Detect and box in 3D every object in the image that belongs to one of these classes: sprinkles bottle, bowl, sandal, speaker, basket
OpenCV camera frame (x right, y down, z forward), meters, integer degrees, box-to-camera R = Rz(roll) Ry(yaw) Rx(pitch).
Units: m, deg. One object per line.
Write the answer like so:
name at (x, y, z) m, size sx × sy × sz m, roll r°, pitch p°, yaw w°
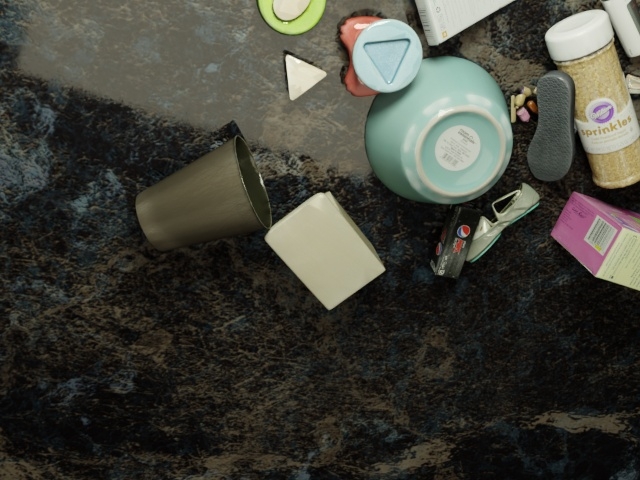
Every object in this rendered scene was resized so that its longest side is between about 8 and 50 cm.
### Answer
sprinkles bottle at (0.570, -0.281, 1.385) m, size 0.121 × 0.121 × 0.356 m, roll -28°, pitch 115°, yaw 5°
bowl at (0.255, -0.195, 1.356) m, size 0.311 × 0.163 × 0.312 m, roll -3°, pitch 115°, yaw -7°
sandal at (0.489, -0.231, 1.401) m, size 0.054 × 0.097 × 0.255 m, roll -41°, pitch 141°, yaw -34°
speaker at (0.612, -0.438, 1.358) m, size 0.055 × 0.055 × 0.136 m, roll -35°, pitch 113°, yaw 8°
basket at (-0.233, -0.077, 1.341) m, size 0.226 × 0.205 × 0.154 m, roll -20°, pitch 155°, yaw 10°

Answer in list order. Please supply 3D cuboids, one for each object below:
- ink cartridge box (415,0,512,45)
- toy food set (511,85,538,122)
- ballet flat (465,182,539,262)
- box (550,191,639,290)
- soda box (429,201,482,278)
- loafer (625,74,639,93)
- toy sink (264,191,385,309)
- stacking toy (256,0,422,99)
ink cartridge box at (0.258, -0.504, 1.267) m, size 0.208 × 0.045 × 0.206 m, roll -33°, pitch 117°, yaw -18°
toy food set at (0.438, -0.287, 1.410) m, size 0.122 × 0.019 × 0.078 m, roll -18°, pitch 117°, yaw -22°
ballet flat at (0.386, -0.043, 1.500) m, size 0.213 × 0.072 × 0.068 m, roll -43°, pitch 93°, yaw 8°
box at (0.672, 0.013, 1.478) m, size 0.242 × 0.214 × 0.117 m, roll 17°, pitch 111°, yaw -15°
soda box at (0.299, -0.003, 1.506) m, size 0.060 × 0.053 × 0.169 m, roll 11°, pitch 112°, yaw -13°
loafer at (0.700, -0.328, 1.427) m, size 0.125 × 0.045 × 0.039 m, roll -1°, pitch 107°, yaw -5°
toy sink at (0.000, 0.000, 1.422) m, size 0.152 × 0.131 × 0.234 m, roll -37°, pitch 118°, yaw 9°
stacking toy at (0.039, -0.400, 1.237) m, size 0.279 × 0.130 × 0.309 m, roll -17°, pitch 109°, yaw 0°
